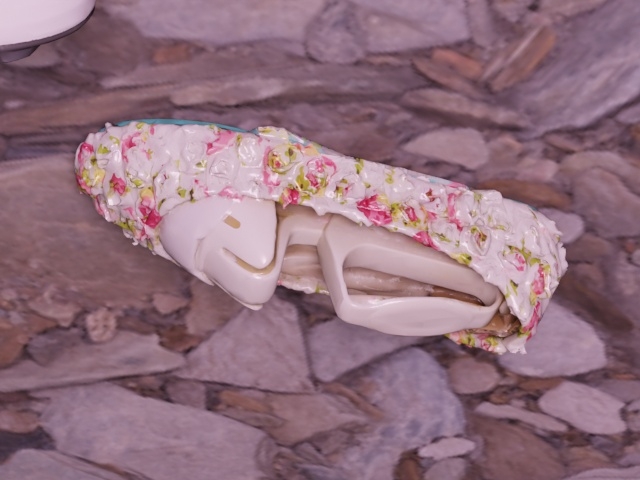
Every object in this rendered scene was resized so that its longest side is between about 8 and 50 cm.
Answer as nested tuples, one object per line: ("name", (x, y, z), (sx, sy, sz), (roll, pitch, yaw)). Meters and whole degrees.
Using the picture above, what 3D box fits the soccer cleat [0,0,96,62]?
("soccer cleat", (-0.245, -0.144, 0.753), (0.318, 0.108, 0.116), (5, 118, 6))

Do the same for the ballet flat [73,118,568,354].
("ballet flat", (0.000, 0.000, 0.894), (0.241, 0.077, 0.091), (10, 140, -4))
